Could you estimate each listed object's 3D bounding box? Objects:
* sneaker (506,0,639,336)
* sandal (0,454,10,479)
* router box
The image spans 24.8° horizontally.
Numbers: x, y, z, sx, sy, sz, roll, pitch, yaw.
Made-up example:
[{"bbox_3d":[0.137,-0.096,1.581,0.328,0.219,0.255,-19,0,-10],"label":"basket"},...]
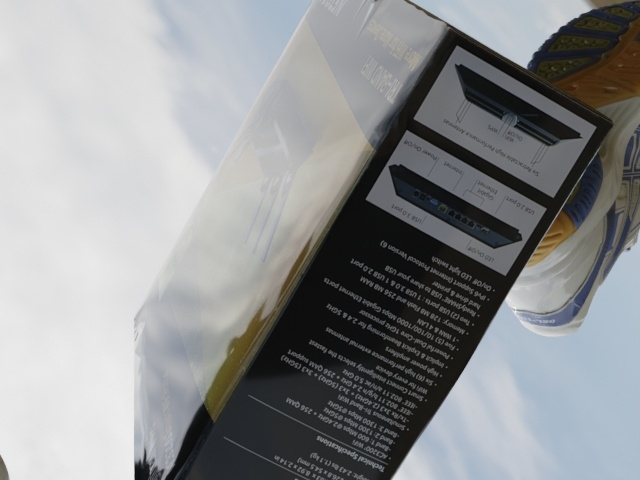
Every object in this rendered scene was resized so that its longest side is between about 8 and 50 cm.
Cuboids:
[{"bbox_3d":[0.200,-0.059,1.085,0.112,0.296,0.131,13,141,34],"label":"sneaker"},{"bbox_3d":[-0.515,0.187,1.645,0.416,0.169,0.102,32,-148,12],"label":"sandal"},{"bbox_3d":[0.000,0.000,0.697,0.081,0.243,0.309,28,-170,-14],"label":"router box"}]
